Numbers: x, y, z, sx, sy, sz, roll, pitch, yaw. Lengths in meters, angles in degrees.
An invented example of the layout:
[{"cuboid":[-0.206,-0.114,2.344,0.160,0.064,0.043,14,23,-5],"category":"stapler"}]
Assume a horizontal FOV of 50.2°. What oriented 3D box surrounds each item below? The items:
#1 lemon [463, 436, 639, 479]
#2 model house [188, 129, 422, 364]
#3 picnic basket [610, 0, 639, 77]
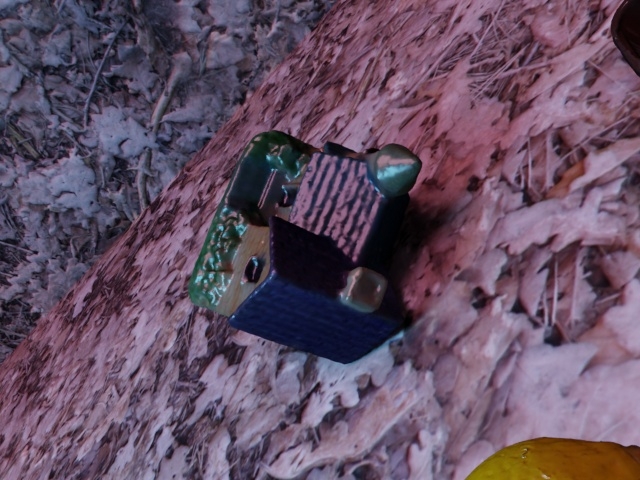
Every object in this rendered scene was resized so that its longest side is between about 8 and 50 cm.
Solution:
[{"cuboid":[0.165,0.235,0.473,0.181,0.181,0.193,-15,48,52],"category":"lemon"},{"cuboid":[0.000,0.000,0.957,0.280,0.245,0.312,7,72,65],"category":"model house"},{"cuboid":[0.422,-0.185,0.627,0.222,0.129,0.296,-42,27,24],"category":"picnic basket"}]
